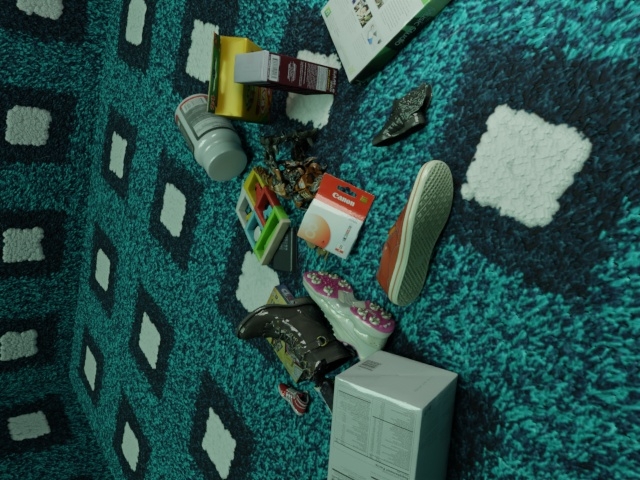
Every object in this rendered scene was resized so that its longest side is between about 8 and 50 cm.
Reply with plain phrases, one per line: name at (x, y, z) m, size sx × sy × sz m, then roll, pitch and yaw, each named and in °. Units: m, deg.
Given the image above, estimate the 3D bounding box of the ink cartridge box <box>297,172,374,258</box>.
ink cartridge box at (0.038, -0.059, 1.244) m, size 0.145 × 0.045 × 0.179 m, roll 26°, pitch 119°, yaw 8°

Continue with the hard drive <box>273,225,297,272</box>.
hard drive at (-0.107, 0.025, 1.474) m, size 0.094 × 0.022 × 0.135 m, roll 7°, pitch 97°, yaw 48°

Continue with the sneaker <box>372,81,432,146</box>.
sneaker at (0.181, -0.281, 1.117) m, size 0.170 × 0.051 × 0.089 m, roll -20°, pitch 78°, yaw 42°

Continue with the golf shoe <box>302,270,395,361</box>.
golf shoe at (0.048, 0.186, 1.249) m, size 0.306 × 0.115 × 0.140 m, roll 37°, pitch 122°, yaw 42°

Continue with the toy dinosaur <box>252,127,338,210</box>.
toy dinosaur at (-0.089, -0.187, 1.359) m, size 0.322 × 0.164 × 0.218 m, roll 3°, pitch 112°, yaw 27°

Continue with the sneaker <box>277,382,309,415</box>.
sneaker at (-0.077, 0.451, 1.453) m, size 0.118 × 0.042 × 0.067 m, roll 43°, pitch 127°, yaw 29°

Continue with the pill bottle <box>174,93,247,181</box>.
pill bottle at (-0.360, -0.338, 1.629) m, size 0.161 × 0.161 × 0.283 m, roll -55°, pitch 55°, yaw 35°

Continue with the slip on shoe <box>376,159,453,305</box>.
slip on shoe at (0.195, -0.018, 1.072) m, size 0.101 × 0.123 × 0.331 m, roll 38°, pitch 124°, yaw 44°

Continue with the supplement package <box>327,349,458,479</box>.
supplement package at (0.153, 0.408, 1.047) m, size 0.198 × 0.199 × 0.262 m, roll 10°, pitch 102°, yaw 34°

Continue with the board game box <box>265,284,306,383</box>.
board game box at (-0.089, 0.273, 1.456) m, size 0.243 × 0.042 × 0.165 m, roll 50°, pitch 127°, yaw 34°

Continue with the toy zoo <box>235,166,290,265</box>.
toy zoo at (-0.193, -0.093, 1.535) m, size 0.192 × 0.030 × 0.293 m, roll -59°, pitch 47°, yaw 37°

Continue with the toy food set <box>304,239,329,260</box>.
toy food set at (0.000, 0.000, 1.359) m, size 0.122 × 0.019 × 0.078 m, roll 49°, pitch 126°, yaw 44°

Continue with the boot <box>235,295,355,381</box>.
boot at (-0.067, 0.268, 1.289) m, size 0.091 × 0.263 × 0.229 m, roll 94°, pitch 151°, yaw -47°

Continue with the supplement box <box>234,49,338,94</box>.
supplement box at (-0.085, -0.422, 1.258) m, size 0.130 × 0.239 × 0.073 m, roll 17°, pitch 105°, yaw 45°

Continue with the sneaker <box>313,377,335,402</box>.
sneaker at (0.056, 0.409, 1.305) m, size 0.162 × 0.063 × 0.073 m, roll -11°, pitch 104°, yaw 51°

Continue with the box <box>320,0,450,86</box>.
box at (0.147, -0.551, 1.133) m, size 0.322 × 0.058 × 0.232 m, roll -36°, pitch 66°, yaw 45°

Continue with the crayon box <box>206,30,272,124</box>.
crayon box at (-0.211, -0.433, 1.360) m, size 0.081 × 0.318 × 0.202 m, roll 8°, pitch 101°, yaw 10°

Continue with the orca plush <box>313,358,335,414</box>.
orca plush at (0.077, 0.409, 1.209) m, size 0.287 × 0.102 × 0.151 m, roll 64°, pitch 174°, yaw -10°
